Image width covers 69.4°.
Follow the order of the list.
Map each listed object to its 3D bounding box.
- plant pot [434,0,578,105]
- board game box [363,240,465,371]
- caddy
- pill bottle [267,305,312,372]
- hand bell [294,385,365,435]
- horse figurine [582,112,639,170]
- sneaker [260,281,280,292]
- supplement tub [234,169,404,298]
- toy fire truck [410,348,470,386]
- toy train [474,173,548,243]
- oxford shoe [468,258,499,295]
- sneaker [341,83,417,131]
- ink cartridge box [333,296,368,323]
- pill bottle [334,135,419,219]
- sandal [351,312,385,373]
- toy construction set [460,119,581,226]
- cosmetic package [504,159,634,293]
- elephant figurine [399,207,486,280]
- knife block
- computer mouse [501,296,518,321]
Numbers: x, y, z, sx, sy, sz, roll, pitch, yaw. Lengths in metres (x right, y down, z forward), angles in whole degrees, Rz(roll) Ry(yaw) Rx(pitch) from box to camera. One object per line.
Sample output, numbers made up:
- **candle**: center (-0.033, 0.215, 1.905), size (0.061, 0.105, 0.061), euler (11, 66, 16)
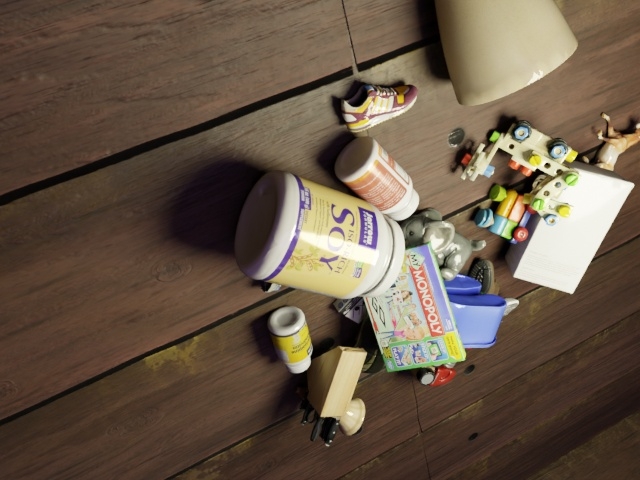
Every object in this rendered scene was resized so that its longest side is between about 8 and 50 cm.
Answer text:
- **plant pot**: center (0.348, -0.470, 0.955), size (0.256, 0.256, 0.274), euler (-35, 111, -2)
- **board game box**: center (0.235, 0.181, 1.231), size (0.213, 0.046, 0.317), euler (-17, 95, 25)
- **caddy**: center (0.380, 0.217, 1.378), size (0.341, 0.241, 0.179), euler (6, 110, -28)
- **pill bottle**: center (-0.079, 0.278, 1.277), size (0.103, 0.103, 0.184), euler (-21, 127, -13)
- **hand bell**: center (0.014, 0.528, 1.497), size (0.242, 0.126, 0.126), euler (33, 102, -24)
- **horse figurine**: center (0.872, -0.264, 1.425), size (0.174, 0.066, 0.263), euler (17, 110, -28)
- **sneaker**: center (-0.100, 0.073, 1.180), size (0.058, 0.052, 0.135), euler (18, 109, -51)
- **supplement tub**: center (0.000, 0.000, 1.048), size (0.331, 0.241, 0.241), euler (16, 111, -30)
- **toy fire truck**: center (0.443, 0.381, 1.585), size (0.246, 0.158, 0.217), euler (15, 112, -21)
- **toy train**: center (0.561, -0.128, 1.351), size (0.143, 0.105, 0.248), euler (19, 101, -15)
- **oxford shoe**: center (0.542, 0.142, 1.520), size (0.096, 0.083, 0.227), euler (-31, 132, -26)
- **sneaker**: center (0.134, -0.316, 1.032), size (0.185, 0.069, 0.084), euler (-30, 133, -7)
- **ink cartridge box**: center (0.142, 0.138, 1.333), size (0.207, 0.046, 0.097), euler (-49, 128, 8)
- **pill bottle**: center (0.143, -0.141, 1.113), size (0.121, 0.121, 0.216), euler (-48, 127, 8)
- **sandal**: center (0.158, 0.306, 1.409), size (0.120, 0.086, 0.303), euler (17, 127, -2)
- **toy construction set**: center (0.541, -0.188, 1.231), size (0.327, 0.151, 0.215), euler (24, 119, -3)
- **cosmetic package**: center (0.729, -0.047, 1.389), size (0.197, 0.155, 0.366), euler (17, 115, 3)
- **elephant figurine**: center (0.294, -0.011, 1.259), size (0.186, 0.169, 0.239), euler (-50, 116, -27)
- **knife block**: center (0.036, 0.457, 1.340), size (0.088, 0.242, 0.275), euler (10, 148, -31)
- **computer mouse**: center (0.619, 0.240, 1.600), size (0.106, 0.042, 0.193), euler (-7, 147, -15)
